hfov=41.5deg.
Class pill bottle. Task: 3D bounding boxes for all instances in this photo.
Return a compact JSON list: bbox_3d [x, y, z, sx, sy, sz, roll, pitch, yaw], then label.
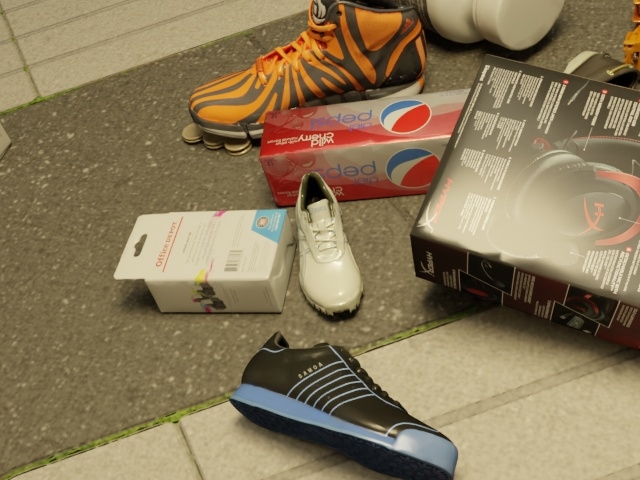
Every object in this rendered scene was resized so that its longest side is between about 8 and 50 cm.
[{"bbox_3d":[0.177,-0.380,1.169,0.176,0.176,0.318,-35,48,-17],"label":"pill bottle"}]

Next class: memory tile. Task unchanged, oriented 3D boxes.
[{"bbox_3d":[-0.114,-0.176,1.173,0.113,0.012,0.148,15,53,27],"label":"memory tile"}]

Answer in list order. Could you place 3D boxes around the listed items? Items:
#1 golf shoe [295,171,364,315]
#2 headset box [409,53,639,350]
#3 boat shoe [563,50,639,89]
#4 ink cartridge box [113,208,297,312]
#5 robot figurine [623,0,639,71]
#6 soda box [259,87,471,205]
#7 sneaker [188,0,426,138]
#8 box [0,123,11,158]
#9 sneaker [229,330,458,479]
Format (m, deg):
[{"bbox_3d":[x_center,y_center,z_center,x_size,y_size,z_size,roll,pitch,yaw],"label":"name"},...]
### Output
[{"bbox_3d":[0.000,0.000,0.923,0.069,0.086,0.176,-15,47,-2],"label":"golf shoe"},{"bbox_3d":[0.261,-0.031,0.806,0.293,0.110,0.218,18,69,17],"label":"headset box"},{"bbox_3d":[0.292,-0.148,0.983,0.069,0.081,0.228,23,54,37],"label":"boat shoe"},{"bbox_3d":[-0.127,0.023,0.952,0.181,0.061,0.104,-1,47,14],"label":"ink cartridge box"},{"bbox_3d":[0.525,-0.255,1.018,0.291,0.085,0.211,8,50,23],"label":"robot figurine"},{"bbox_3d":[0.066,-0.109,1.002,0.263,0.092,0.083,-6,48,10],"label":"soda box"},{"bbox_3d":[-0.026,-0.247,1.085,0.321,0.180,0.124,-14,48,-3],"label":"sneaker"},{"bbox_3d":[-0.568,-0.122,1.173,0.181,0.119,0.182,3,49,18],"label":"box"},{"bbox_3d":[0.027,0.147,0.778,0.232,0.081,0.090,14,60,28],"label":"sneaker"}]
